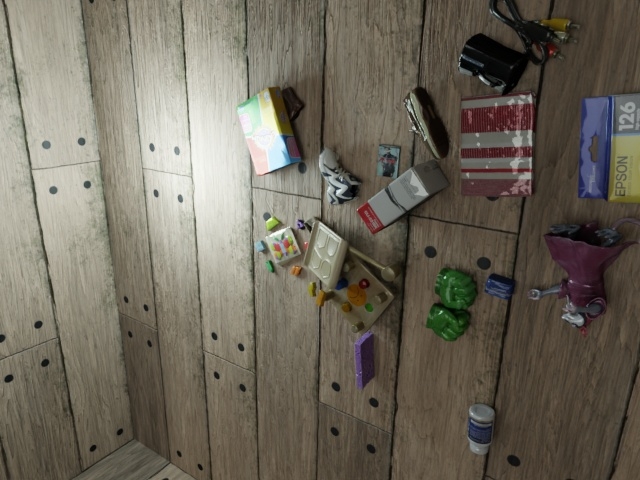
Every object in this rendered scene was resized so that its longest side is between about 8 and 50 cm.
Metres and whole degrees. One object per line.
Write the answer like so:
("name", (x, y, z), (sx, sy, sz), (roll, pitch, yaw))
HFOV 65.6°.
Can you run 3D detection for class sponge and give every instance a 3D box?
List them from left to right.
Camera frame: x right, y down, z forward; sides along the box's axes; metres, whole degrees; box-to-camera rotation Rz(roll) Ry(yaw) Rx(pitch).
("sponge", (0.187, 0.504, 2.091), (0.031, 0.117, 0.209), (7, 108, 32))

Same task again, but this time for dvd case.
("dvd case", (0.254, -0.296, 1.857), (0.087, 0.013, 0.119), (16, 112, 32))

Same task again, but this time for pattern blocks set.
("pattern blocks set", (-0.164, 0.027, 2.257), (0.325, 0.026, 0.285), (-41, 79, 37))

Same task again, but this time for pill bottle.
("pill bottle", (0.602, 0.711, 1.866), (0.094, 0.094, 0.169), (10, 110, 34))

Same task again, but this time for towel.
("towel", (0.571, -0.305, 1.611), (0.237, 0.037, 0.328), (6, 106, 37))

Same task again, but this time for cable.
("cable", (0.618, -0.629, 1.479), (0.287, 0.072, 0.139), (48, 144, 30))

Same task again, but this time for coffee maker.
("coffee maker", (0.530, -0.557, 1.508), (0.178, 0.120, 0.171), (39, 123, 22))

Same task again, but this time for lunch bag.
("lunch bag", (0.617, 0.163, 1.700), (0.099, 0.067, 0.065), (20, 115, 29))

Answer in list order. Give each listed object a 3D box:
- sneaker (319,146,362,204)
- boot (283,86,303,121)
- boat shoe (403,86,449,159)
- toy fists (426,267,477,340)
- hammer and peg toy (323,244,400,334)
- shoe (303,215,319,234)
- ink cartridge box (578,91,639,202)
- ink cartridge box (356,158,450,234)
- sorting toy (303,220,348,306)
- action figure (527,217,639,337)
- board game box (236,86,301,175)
("sneaker", (0.090, -0.254, 1.941), (0.153, 0.094, 0.234), (-1, 104, 35))
("boot", (-0.128, -0.560, 2.042), (0.106, 0.037, 0.114), (-45, 75, 34))
("boat shoe", (0.359, -0.392, 1.713), (0.095, 0.095, 0.257), (-23, 84, 52))
("toy fists", (0.479, 0.240, 1.810), (0.142, 0.096, 0.278), (20, 114, 29))
("hammer and peg toy", (0.172, 0.175, 1.994), (0.266, 0.127, 0.361), (44, 125, 19))
("shoe", (0.000, 0.000, 2.107), (0.077, 0.058, 0.219), (-36, 82, 38))
("ink cartridge box", (0.884, -0.255, 1.376), (0.308, 0.072, 0.303), (4, 107, 33))
("ink cartridge box", (0.293, -0.154, 1.756), (0.273, 0.197, 0.114), (-38, 82, 38))
("sorting toy", (0.012, 0.099, 2.027), (0.229, 0.041, 0.307), (37, 118, 49))
("action figure", (0.809, 0.117, 1.517), (0.276, 0.248, 0.369), (-17, 111, -3))
("board game box", (-0.221, -0.454, 2.101), (0.242, 0.064, 0.316), (-12, 97, 47))
